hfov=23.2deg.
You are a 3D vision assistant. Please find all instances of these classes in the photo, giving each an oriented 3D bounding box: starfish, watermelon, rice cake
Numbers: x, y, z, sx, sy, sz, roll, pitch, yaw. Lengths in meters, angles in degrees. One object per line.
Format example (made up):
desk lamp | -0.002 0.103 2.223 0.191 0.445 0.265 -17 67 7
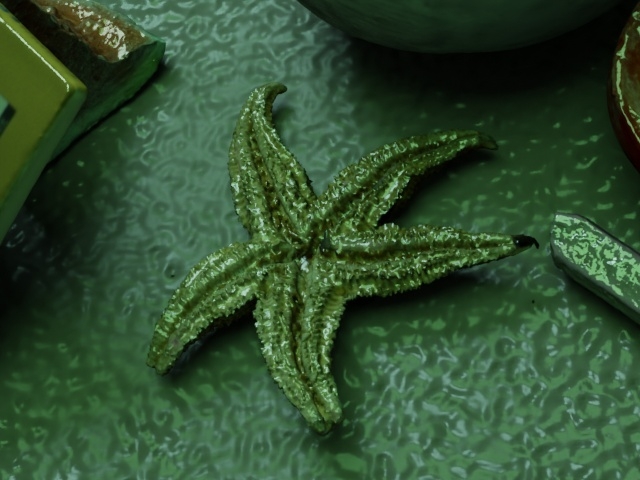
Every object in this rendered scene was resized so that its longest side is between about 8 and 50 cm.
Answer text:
starfish | 0.000 0.001 0.884 0.227 0.043 0.240 -17 57 -1
watermelon | -0.193 -0.108 0.935 0.098 0.158 0.121 41 104 23
rice cake | 0.201 0.048 0.820 0.207 0.047 0.036 37 81 26

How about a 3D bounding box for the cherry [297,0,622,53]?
cherry | 0.094 -0.257 0.851 0.291 0.335 0.326 38 93 -13

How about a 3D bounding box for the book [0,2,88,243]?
book | -0.311 -0.091 0.916 0.389 0.032 0.269 45 113 26

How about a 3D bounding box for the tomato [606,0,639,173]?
tomato | 0.226 -0.083 0.856 0.139 0.091 0.159 27 80 4
